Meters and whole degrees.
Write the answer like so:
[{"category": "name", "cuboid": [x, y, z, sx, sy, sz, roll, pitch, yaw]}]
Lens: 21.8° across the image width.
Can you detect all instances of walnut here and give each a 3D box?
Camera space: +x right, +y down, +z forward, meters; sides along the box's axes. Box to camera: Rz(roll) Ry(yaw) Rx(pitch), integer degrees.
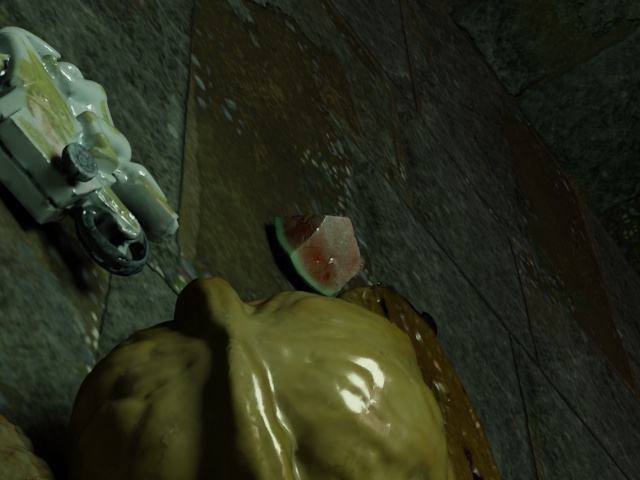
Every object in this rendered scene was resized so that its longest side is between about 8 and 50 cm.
[{"category": "walnut", "cuboid": [-0.037, 0.136, 0.958, 0.257, 0.225, 0.257, 167, -90, -83]}]

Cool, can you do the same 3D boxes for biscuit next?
[{"category": "biscuit", "cuboid": [0.078, 0.169, 1.510, 0.296, 0.075, 0.296, 51, 21, -28]}]

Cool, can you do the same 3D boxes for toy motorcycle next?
[{"category": "toy motorcycle", "cuboid": [-0.191, -0.077, 1.188, 0.228, 0.074, 0.151, 46, 25, -11]}]

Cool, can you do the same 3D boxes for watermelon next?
[{"category": "watermelon", "cuboid": [0.000, 0.005, 1.584, 0.092, 0.072, 0.084, -102, 172, -57]}]

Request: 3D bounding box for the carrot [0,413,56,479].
[{"category": "carrot", "cuboid": [-0.156, 0.177, 0.860, 0.102, 0.102, 0.263, 32, 26, -56]}]
